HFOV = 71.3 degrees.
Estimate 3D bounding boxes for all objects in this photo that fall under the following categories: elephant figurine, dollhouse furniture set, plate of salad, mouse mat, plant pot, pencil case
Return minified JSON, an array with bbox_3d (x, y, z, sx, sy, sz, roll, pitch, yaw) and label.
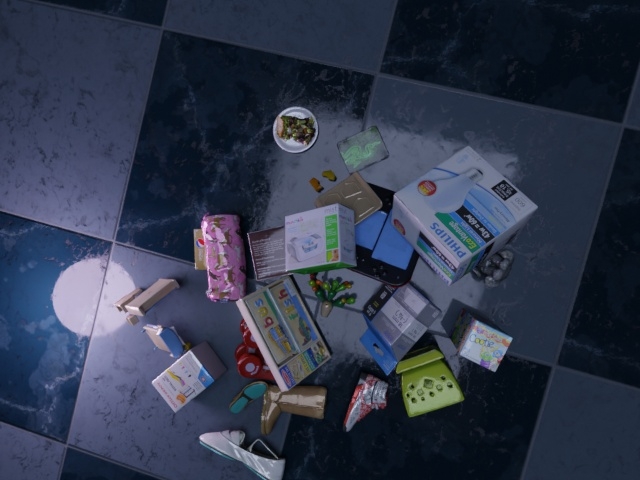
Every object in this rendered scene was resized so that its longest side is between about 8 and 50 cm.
[{"bbox_3d":[0.636,0.067,1.788,0.239,0.186,0.169,31,58,31],"label":"elephant figurine"},{"bbox_3d":[-0.709,0.351,2.008,0.286,0.198,0.303,-3,121,44],"label":"dollhouse furniture set"},{"bbox_3d":[-0.109,-0.481,1.923,0.199,0.048,0.200,0,90,8],"label":"plate of salad"},{"bbox_3d":[0.182,-0.387,1.907,0.189,0.007,0.153,-24,88,8],"label":"mouse mat"},{"bbox_3d":[0.421,0.548,1.788,0.228,0.227,0.207,-22,81,8],"label":"plant pot"},{"bbox_3d":[-0.415,0.072,1.919,0.160,0.167,0.386,-5,90,25],"label":"pencil case"}]

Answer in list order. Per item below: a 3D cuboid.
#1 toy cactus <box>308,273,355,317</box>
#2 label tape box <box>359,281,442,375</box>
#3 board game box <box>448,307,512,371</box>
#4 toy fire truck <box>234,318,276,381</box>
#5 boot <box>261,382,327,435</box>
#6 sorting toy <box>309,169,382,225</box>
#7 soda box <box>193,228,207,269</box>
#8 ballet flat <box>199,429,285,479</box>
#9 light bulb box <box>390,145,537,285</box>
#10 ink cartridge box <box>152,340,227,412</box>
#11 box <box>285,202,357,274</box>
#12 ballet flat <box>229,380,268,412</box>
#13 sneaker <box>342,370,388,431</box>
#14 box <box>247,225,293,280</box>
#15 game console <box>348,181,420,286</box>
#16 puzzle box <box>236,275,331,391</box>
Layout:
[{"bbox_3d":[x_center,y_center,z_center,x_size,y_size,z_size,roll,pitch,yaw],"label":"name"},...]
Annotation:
[{"bbox_3d":[0.038,0.240,1.904,0.218,0.112,0.181,19,112,5],"label":"toy cactus"},{"bbox_3d":[0.285,0.327,1.787,0.106,0.240,0.334,35,96,-35],"label":"label tape box"},{"bbox_3d":[0.609,0.376,1.727,0.144,0.275,0.142,26,94,7],"label":"board game box"},{"bbox_3d":[-0.224,0.455,1.917,0.253,0.169,0.302,11,93,-17],"label":"toy fire truck"},{"bbox_3d":[-0.116,0.740,1.928,0.269,0.089,0.236,5,92,6],"label":"boot"},{"bbox_3d":[0.090,-0.183,1.862,0.229,0.041,0.307,-36,60,4],"label":"sorting toy"},{"bbox_3d":[-0.522,0.039,1.982,0.058,0.061,0.182,-2,91,7],"label":"soda box"},{"bbox_3d":[-0.329,0.913,1.953,0.400,0.139,0.139,28,95,2],"label":"ballet flat"},{"bbox_3d":[0.513,-0.093,1.659,0.361,0.225,0.358,-34,64,-11],"label":"light bulb box"},{"bbox_3d":[-0.567,0.589,1.944,0.232,0.168,0.171,-40,87,7],"label":"ink cartridge box"},{"bbox_3d":[0.000,0.000,1.746,0.261,0.126,0.231,-11,74,34],"label":"box"},{"bbox_3d":[-0.314,0.662,1.942,0.232,0.073,0.080,-41,107,19],"label":"ballet flat"},{"bbox_3d":[0.196,0.703,1.883,0.144,0.090,0.270,19,91,9],"label":"sneaker"},{"bbox_3d":[-0.189,0.051,1.883,0.166,0.168,0.203,-12,89,9],"label":"box"},{"bbox_3d":[0.251,-0.027,1.811,0.341,0.060,0.387,22,73,9],"label":"game console"},{"bbox_3d":[-0.146,0.373,1.848,0.052,0.272,0.409,-31,87,47],"label":"puzzle box"}]
